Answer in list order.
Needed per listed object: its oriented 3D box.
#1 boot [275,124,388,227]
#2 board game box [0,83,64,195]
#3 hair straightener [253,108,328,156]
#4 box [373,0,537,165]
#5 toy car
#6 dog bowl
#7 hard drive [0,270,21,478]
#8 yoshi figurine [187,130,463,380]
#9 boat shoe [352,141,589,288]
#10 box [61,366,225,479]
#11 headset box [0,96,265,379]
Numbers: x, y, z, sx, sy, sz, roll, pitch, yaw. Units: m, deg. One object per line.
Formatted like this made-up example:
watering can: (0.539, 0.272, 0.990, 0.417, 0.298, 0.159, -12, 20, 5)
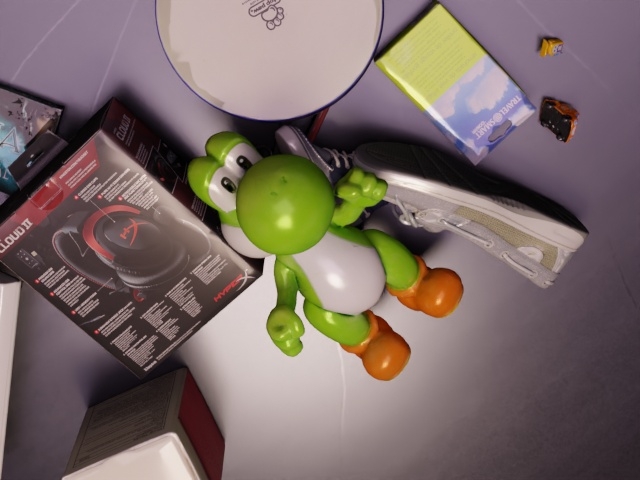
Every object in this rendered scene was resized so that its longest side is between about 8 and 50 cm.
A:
boot: (0.016, -0.089, 1.877, 0.086, 0.069, 0.190, -37, 137, -5)
board game box: (-0.420, -0.136, 1.900, 0.186, 0.026, 0.126, 19, 105, -7)
hair straightener: (-0.070, -0.092, 1.918, 0.089, 0.047, 0.230, 23, 108, -7)
box: (0.164, -0.191, 1.890, 0.109, 0.042, 0.178, -43, 103, 11)
toy car: (0.298, -0.183, 1.892, 0.041, 0.060, 0.122, -14, 116, -30)
dog bowl: (-0.058, -0.268, 1.809, 0.265, 0.104, 0.264, 0, 96, 1)
hard drive: (-0.460, 0.167, 1.919, 0.203, 0.040, 0.307, 20, 109, 35)
yoshi figurine: (0.006, 0.014, 1.778, 0.203, 0.203, 0.362, -26, 128, 36)
boat shoe: (0.173, -0.030, 1.883, 0.320, 0.118, 0.103, 18, 110, -26)
box: (-0.210, 0.271, 1.913, 0.149, 0.232, 0.126, -23, 104, 6)
headset box: (-0.242, -0.011, 1.867, 0.293, 0.110, 0.218, 42, 111, -18)
